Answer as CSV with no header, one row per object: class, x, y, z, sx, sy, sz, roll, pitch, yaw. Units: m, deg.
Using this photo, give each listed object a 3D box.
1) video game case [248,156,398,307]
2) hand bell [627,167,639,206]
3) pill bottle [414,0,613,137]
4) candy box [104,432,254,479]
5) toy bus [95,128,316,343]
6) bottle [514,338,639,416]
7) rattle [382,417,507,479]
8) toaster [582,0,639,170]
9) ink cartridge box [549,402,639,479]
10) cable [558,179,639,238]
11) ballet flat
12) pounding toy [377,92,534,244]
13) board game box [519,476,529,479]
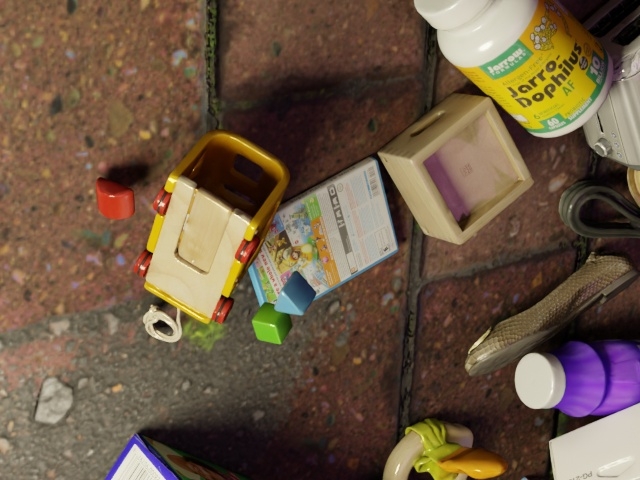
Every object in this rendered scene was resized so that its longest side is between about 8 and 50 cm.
video game case,0.000,0.000,1.329,0.166,0.015,0.119,-29,126,-19
hand bell,0.472,-0.128,1.525,0.242,0.126,0.126,-47,133,-35
pill bottle,0.191,-0.202,1.288,0.208,0.117,0.118,36,90,-35
candy box,-0.125,0.382,1.363,0.317,0.122,0.268,30,93,-41
toy bus,-0.098,-0.008,1.196,0.104,0.202,0.191,-55,130,-40
bottle,0.365,0.168,1.591,0.282,0.118,0.092,2,76,-34
rattle,0.142,0.320,1.507,0.130,0.142,0.200,13,99,-57
toaster,0.374,-0.197,1.412,0.227,0.129,0.146,-39,126,-10
ink cartridge box,0.420,0.298,1.590,0.172,0.100,0.237,-30,135,30
cable,0.403,-0.027,1.578,0.287,0.072,0.140,-2,123,-20
ballet flat,0.269,0.081,1.529,0.249,0.058,0.084,-31,163,-12
pounding toy,0.150,-0.079,1.352,0.141,0.100,0.130,-39,114,-15
board game box,0.239,0.390,1.601,0.170,0.141,0.048,-33,127,-15
